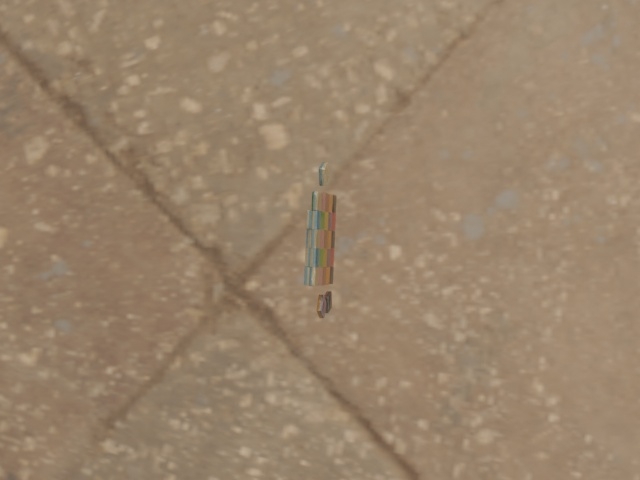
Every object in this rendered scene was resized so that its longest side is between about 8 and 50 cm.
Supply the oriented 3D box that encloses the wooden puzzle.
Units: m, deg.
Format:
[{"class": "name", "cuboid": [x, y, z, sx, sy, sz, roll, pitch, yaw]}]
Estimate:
[{"class": "wooden puzzle", "cuboid": [0.000, 0.000, 0.811, 0.006, 0.049, 0.083, 2, 90, 12]}]
